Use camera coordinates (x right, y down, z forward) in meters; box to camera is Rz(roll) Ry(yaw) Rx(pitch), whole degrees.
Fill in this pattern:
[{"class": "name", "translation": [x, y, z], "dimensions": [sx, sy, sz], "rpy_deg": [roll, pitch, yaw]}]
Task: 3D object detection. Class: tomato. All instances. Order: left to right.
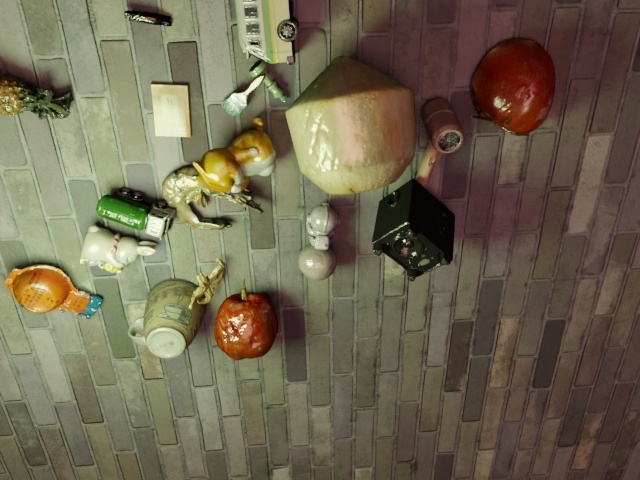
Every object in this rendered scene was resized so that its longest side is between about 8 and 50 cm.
[{"class": "tomato", "translation": [0.640, -0.474, 1.725], "dimensions": [0.309, 0.170, 0.308], "rpy_deg": [-2, 120, -4]}]

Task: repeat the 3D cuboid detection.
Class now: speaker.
[{"class": "speaker", "translation": [0.323, -0.035, 1.870], "dimensions": [0.232, 0.254, 0.184], "rpy_deg": [37, 134, -21]}]

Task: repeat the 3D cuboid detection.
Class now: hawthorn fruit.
[{"class": "hawthorn fruit", "translation": [-0.279, 0.320, 2.046], "dimensions": [0.258, 0.258, 0.261], "rpy_deg": [-1, 135, -4]}]

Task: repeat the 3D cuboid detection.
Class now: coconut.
[{"class": "coconut", "translation": [0.098, -0.352, 1.656], "dimensions": [0.416, 0.344, 0.415], "rpy_deg": [-1, 100, -8]}]

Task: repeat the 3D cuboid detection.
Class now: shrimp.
[{"class": "shrimp", "translation": [-0.373, -0.132, 1.889], "dimensions": [0.360, 0.085, 0.246], "rpy_deg": [14, 121, -5]}]

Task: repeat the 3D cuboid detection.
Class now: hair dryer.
[{"class": "hair dryer", "translation": [0.377, -0.279, 1.825], "dimensions": [0.107, 0.189, 0.344], "rpy_deg": [2, 133, -8]}]

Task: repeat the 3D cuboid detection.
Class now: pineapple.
[{"class": "pineapple", "translation": [-0.893, -0.434, 1.663], "dimensions": [0.248, 0.128, 0.128], "rpy_deg": [6, 118, -13]}]

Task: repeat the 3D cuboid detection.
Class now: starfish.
[{"class": "starfish", "translation": [-0.413, 0.166, 1.996], "dimensions": [0.209, 0.053, 0.150], "rpy_deg": [-52, 145, -23]}]

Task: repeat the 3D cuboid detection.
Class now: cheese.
[{"class": "cheese", "translation": [-0.974, 0.195, 1.994], "dimensions": [0.329, 0.129, 0.217], "rpy_deg": [28, 110, -31]}]

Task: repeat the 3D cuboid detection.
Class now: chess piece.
[{"class": "chess piece", "translation": [-0.157, -0.495, 1.720], "dimensions": [0.059, 0.059, 0.149], "rpy_deg": [-37, 120, 15]}]

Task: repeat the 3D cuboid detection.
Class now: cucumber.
[{"class": "cucumber", "translation": [-0.510, -0.659, 1.613], "dimensions": [0.135, 0.034, 0.033], "rpy_deg": [5, 113, -7]}]

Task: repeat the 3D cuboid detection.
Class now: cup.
[{"class": "cup", "translation": [-0.587, 0.312, 2.015], "dimensions": [0.301, 0.257, 0.227], "rpy_deg": [-21, 116, 9]}]

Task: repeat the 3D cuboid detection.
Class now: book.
[{"class": "book", "translation": [-0.482, -0.418, 1.758], "dimensions": [0.118, 0.012, 0.172], "rpy_deg": [1, 119, -5]}]

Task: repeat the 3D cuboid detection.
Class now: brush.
[{"class": "brush", "translation": [-0.235, -0.464, 1.715], "dimensions": [0.070, 0.021, 0.196], "rpy_deg": [41, 126, -22]}]

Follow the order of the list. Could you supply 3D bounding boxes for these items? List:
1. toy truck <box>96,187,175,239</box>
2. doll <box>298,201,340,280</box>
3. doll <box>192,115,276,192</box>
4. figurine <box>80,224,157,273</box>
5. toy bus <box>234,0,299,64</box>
[{"class": "toy truck", "translation": [-0.626, -0.092, 1.848], "dimensions": [0.243, 0.125, 0.101], "rpy_deg": [19, 115, -2]}, {"class": "doll", "translation": [0.000, 0.000, 1.955], "dimensions": [0.151, 0.151, 0.287], "rpy_deg": [5, 115, -7]}, {"class": "doll", "translation": [-0.263, -0.254, 1.756], "dimensions": [0.270, 0.162, 0.166], "rpy_deg": [-36, 160, -18]}, {"class": "figurine", "translation": [-0.714, 0.045, 1.932], "dimensions": [0.236, 0.127, 0.155], "rpy_deg": [17, 98, -16]}, {"class": "toy bus", "translation": [-0.156, -0.669, 1.574], "dimensions": [0.179, 0.143, 0.305], "rpy_deg": [-4, 120, 0]}]
